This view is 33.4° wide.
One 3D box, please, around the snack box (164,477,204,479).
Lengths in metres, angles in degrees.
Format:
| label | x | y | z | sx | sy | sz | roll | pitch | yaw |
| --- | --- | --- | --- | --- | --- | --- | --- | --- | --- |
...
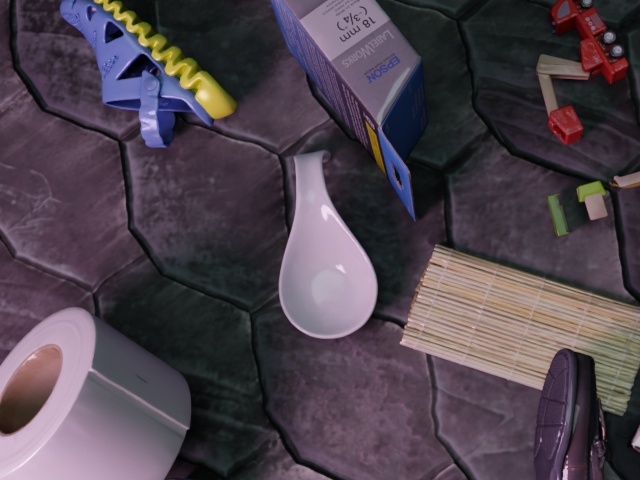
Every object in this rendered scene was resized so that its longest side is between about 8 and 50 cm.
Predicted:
| label | x | y | z | sx | sy | sz | roll | pitch | yaw |
| --- | --- | --- | --- | --- | --- | --- | --- | --- | --- |
| snack box | -0.189 | 0.363 | 1.398 | 0.037 | 0.141 | 0.100 | 4 | 77 | 11 |

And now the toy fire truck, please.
| label | x | y | z | sx | sy | sz | roll | pitch | yaw |
| --- | --- | --- | --- | --- | --- | --- | --- | --- | --- |
| toy fire truck | 0.355 | -0.246 | 1.502 | 0.135 | 0.047 | 0.192 | -27 | 73 | 4 |

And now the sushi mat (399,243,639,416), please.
| label | x | y | z | sx | sy | sz | roll | pitch | yaw |
| --- | --- | --- | --- | --- | --- | --- | --- | --- | --- |
| sushi mat | 0.277 | 0.117 | 1.444 | 0.317 | 0.019 | 0.151 | 17 | 81 | 13 |

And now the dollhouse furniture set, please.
| label | x | y | z | sx | sy | sz | roll | pitch | yaw |
| --- | --- | --- | --- | --- | --- | --- | --- | --- | --- |
| dollhouse furniture set | 0.387 | -0.053 | 1.443 | 0.152 | 0.076 | 0.058 | -16 | 87 | 7 |

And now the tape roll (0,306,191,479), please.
| label | x | y | z | sx | sy | sz | roll | pitch | yaw |
| --- | --- | --- | --- | --- | --- | --- | --- | --- | --- |
| tape roll | -0.311 | 0.230 | 1.376 | 0.246 | 0.169 | 0.246 | -32 | 36 | 27 |

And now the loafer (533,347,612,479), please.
| label | x | y | z | sx | sy | sz | roll | pitch | yaw |
| --- | --- | --- | --- | --- | --- | --- | --- | --- | --- |
| loafer | 0.327 | 0.292 | 1.363 | 0.095 | 0.109 | 0.302 | 9 | 84 | -7 |

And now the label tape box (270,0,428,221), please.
| label | x | y | z | sx | sy | sz | roll | pitch | yaw |
| --- | --- | --- | --- | --- | --- | --- | --- | --- | --- |
| label tape box | 0.070 | -0.212 | 1.443 | 0.106 | 0.240 | 0.333 | -35 | 75 | -2 |

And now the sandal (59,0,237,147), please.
| label | x | y | z | sx | sy | sz | roll | pitch | yaw |
| --- | --- | --- | --- | --- | --- | --- | --- | --- | --- |
| sandal | -0.279 | -0.252 | 1.573 | 0.317 | 0.126 | 0.138 | 41 | 90 | 17 |

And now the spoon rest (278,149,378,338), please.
| label | x | y | z | sx | sy | sz | roll | pitch | yaw |
| --- | --- | --- | --- | --- | --- | --- | --- | --- | --- |
| spoon rest | 0.000 | 0.000 | 1.484 | 0.137 | 0.084 | 0.276 | -11 | 75 | 7 |

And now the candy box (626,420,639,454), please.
| label | x | y | z | sx | sy | sz | roll | pitch | yaw |
| --- | --- | --- | --- | --- | --- | --- | --- | --- | --- |
| candy box | 0.530 | 0.249 | 1.344 | 0.233 | 0.071 | 0.159 | 29 | 83 | 14 |
